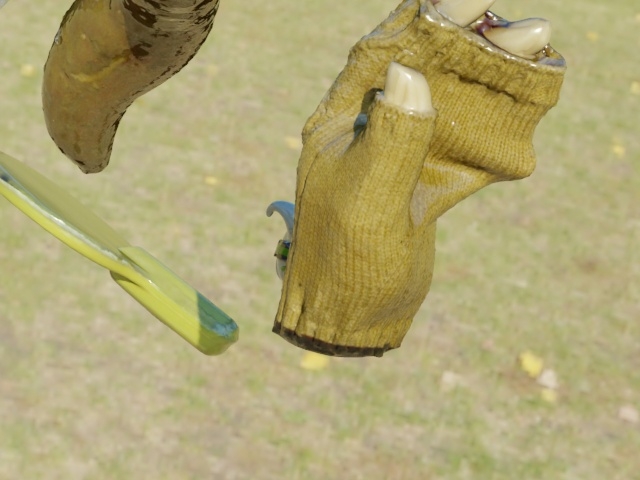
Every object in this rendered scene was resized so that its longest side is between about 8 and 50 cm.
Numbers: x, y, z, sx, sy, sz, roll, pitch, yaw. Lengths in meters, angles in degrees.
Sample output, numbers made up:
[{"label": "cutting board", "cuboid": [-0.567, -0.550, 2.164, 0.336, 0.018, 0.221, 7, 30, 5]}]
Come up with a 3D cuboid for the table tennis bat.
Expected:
[{"label": "table tennis bat", "cuboid": [-0.246, 0.011, 1.731, 0.369, 0.054, 0.224, 37, 3, 7]}]

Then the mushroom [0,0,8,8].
[{"label": "mushroom", "cuboid": [-0.311, -0.303, 1.244, 0.247, 0.108, 0.096, 55, 17, 1]}]

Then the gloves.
[{"label": "gloves", "cuboid": [0.063, -0.062, 1.247, 0.155, 0.356, 0.203, 42, 25, 27]}]

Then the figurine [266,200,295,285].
[{"label": "figurine", "cuboid": [0.000, 0.000, 1.799, 0.126, 0.192, 0.147, 10, 4, -45]}]

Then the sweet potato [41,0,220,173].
[{"label": "sweet potato", "cuboid": [-0.075, -0.103, 0.658, 0.059, 0.249, 0.069, 35, 59, -10]}]
